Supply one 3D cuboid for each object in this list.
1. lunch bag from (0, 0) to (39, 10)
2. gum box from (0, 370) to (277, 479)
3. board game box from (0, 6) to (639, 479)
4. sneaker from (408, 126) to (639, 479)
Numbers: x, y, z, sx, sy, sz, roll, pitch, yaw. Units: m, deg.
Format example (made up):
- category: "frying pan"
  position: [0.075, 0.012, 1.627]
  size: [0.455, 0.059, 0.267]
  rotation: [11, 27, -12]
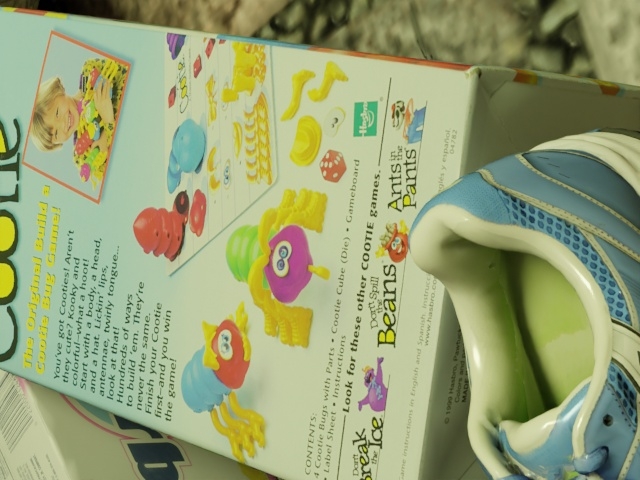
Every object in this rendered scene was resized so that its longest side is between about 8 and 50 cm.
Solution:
- category: "lunch bag"
  position: [-0.255, -0.054, 0.932]
  size: [0.305, 0.212, 0.256]
  rotation: [-64, 28, 18]
- category: "gum box"
  position: [-0.093, 0.086, 0.861]
  size: [0.062, 0.107, 0.188]
  rotation: [-54, 50, 32]
- category: "board game box"
  position: [0.000, 0.000, 0.733]
  size: [0.275, 0.142, 0.144]
  rotation: [14, 98, 48]
- category: "sneaker"
  position: [0.082, 0.072, 0.517]
  size: [0.080, 0.081, 0.211]
  rotation: [-39, 66, 41]
